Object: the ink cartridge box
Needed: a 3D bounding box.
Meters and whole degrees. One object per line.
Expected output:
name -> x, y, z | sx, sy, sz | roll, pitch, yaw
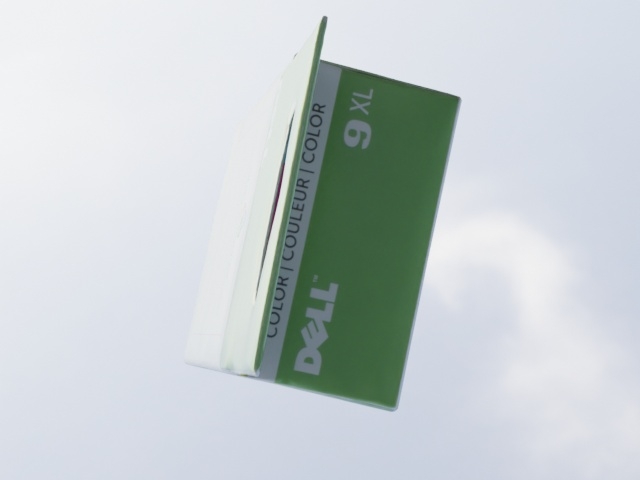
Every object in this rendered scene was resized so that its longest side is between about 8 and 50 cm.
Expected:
ink cartridge box -> 0.000, 0.000, 0.484 | 0.062, 0.109, 0.209 | 13, 173, -9
